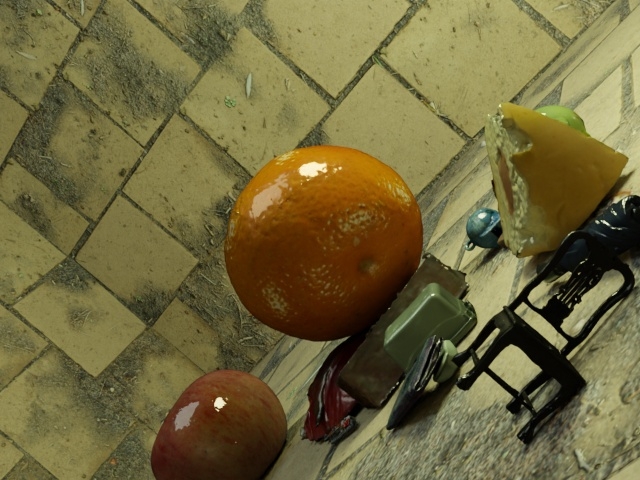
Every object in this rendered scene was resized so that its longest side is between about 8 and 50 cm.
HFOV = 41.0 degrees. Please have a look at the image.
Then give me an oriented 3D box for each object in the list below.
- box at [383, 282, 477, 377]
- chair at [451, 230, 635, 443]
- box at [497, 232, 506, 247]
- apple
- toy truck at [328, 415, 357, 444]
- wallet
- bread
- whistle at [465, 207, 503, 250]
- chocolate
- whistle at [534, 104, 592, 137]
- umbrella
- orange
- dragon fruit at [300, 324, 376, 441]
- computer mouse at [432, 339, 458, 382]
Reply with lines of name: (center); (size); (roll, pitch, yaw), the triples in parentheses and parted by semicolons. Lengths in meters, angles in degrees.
box: (0.185, 0.157, 1.514); (0.172, 0.093, 0.124); (-48, 3, 10)
chair: (0.264, 0.100, 0.978); (0.229, 0.106, 0.113); (-49, 2, 8)
box: (0.374, -0.016, 1.628); (0.048, 0.025, 0.115); (-48, 2, -14)
apple: (-0.232, 0.482, 2.067); (0.344, 0.270, 0.344); (-61, -11, -20)
toy truck: (0.045, 0.361, 1.636); (0.083, 0.024, 0.032); (-49, 25, 36)
wallet: (0.151, 0.232, 1.368); (0.166, 0.030, 0.111); (108, -172, -55)
bread: (0.336, -0.086, 1.411); (0.211, 0.224, 0.183); (-58, -1, -10)
whistle: (0.348, -0.038, 1.724); (0.158, 0.090, 0.090); (-48, 3, 13)
chocolate: (0.157, 0.179, 1.665); (0.321, 0.112, 0.112); (-51, -6, -21)
whistle: (0.469, -0.175, 1.642); (0.141, 0.141, 0.294); (-48, 22, 15)
umbrella: (0.367, 0.013, 1.161); (0.071, 0.071, 0.248); (-51, -3, -30)
orange: (0.000, 0.000, 1.770); (0.424, 0.424, 0.326); (-49, 39, -4)
dragon fruit: (0.057, 0.286, 1.801); (0.343, 0.100, 0.282); (-49, 7, 24)
computer mouse: (0.202, 0.194, 1.366); (0.110, 0.032, 0.055); (-55, -12, -78)
